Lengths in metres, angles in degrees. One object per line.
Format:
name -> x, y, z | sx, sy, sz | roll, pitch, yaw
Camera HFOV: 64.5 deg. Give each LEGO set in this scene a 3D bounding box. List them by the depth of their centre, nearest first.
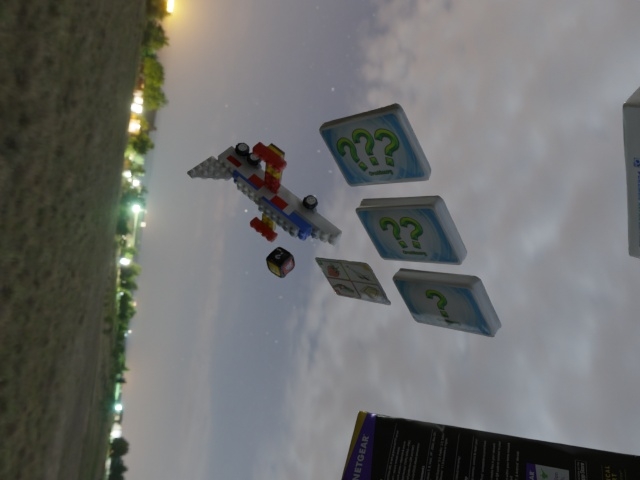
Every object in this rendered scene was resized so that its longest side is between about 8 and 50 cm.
LEGO set -> 0.000, 0.000, 0.409 | 0.244, 0.060, 0.182 | 4, -49, 52

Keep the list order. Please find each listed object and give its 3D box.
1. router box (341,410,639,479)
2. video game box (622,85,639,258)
router box -> 0.175, 0.294, 0.510 | 0.309, 0.243, 0.081 | 68, 32, -42
video game box -> 0.376, -0.108, 0.506 | 0.048, 0.205, 0.187 | 24, -30, 51
